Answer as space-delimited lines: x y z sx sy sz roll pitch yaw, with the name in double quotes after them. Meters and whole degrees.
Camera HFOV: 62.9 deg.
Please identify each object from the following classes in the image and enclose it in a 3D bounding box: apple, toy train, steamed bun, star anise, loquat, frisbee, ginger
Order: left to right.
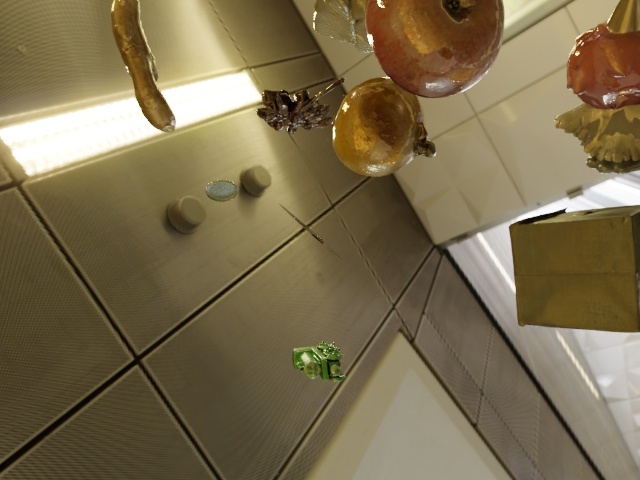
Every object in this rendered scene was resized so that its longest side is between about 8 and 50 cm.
-0.570 -0.553 1.646 0.348 0.122 0.362 83 169 -57 "ginger"
-0.332 -0.168 1.766 0.110 0.110 0.014 26 -138 -41 "frisbee"
-0.054 -0.296 1.150 0.178 0.234 0.073 3 -110 -7 "star anise"
-0.008 0.326 1.403 0.119 0.251 0.084 -5 -94 -8 "toy train"
0.153 -0.900 1.996 0.343 0.368 0.255 25 -98 -17 "steamed bun"
0.211 -0.358 1.705 0.360 0.328 0.328 24 -142 9 "loquat"
0.273 -0.512 1.224 0.345 0.269 0.344 4 -98 -31 "apple"

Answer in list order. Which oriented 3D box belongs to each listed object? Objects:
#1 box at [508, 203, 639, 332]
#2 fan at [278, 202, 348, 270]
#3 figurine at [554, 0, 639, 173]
0.392 0.028 0.757 0.231 0.149 0.155 -9 -86 -50 "box"
0.001 -0.001 1.083 0.191 0.009 0.329 42 -178 -23 "fan"
0.530 -0.289 0.942 0.166 0.207 0.386 -57 -44 -33 "figurine"
